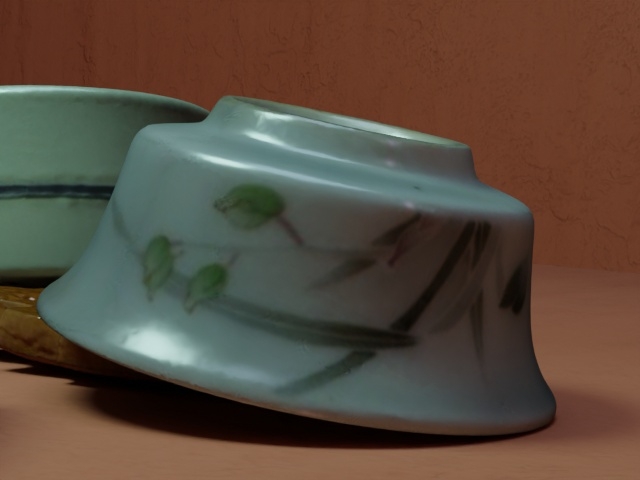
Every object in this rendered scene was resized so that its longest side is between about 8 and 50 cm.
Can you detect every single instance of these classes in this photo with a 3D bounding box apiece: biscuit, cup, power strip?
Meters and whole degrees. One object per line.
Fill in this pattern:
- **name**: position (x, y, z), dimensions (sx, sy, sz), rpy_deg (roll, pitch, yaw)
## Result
- **biscuit**: position (-0.127, 0.074, 1.185), dimensions (0.284, 0.043, 0.306), rpy_deg (4, 5, -18)
- **cup**: position (0.000, 0.000, 1.052), dimensions (0.347, 0.163, 0.347), rpy_deg (12, 8, -2)
- **power strip**: position (-0.239, -0.026, 1.432), dimensions (0.357, 0.161, 0.357), rpy_deg (-2, -7, 0)
